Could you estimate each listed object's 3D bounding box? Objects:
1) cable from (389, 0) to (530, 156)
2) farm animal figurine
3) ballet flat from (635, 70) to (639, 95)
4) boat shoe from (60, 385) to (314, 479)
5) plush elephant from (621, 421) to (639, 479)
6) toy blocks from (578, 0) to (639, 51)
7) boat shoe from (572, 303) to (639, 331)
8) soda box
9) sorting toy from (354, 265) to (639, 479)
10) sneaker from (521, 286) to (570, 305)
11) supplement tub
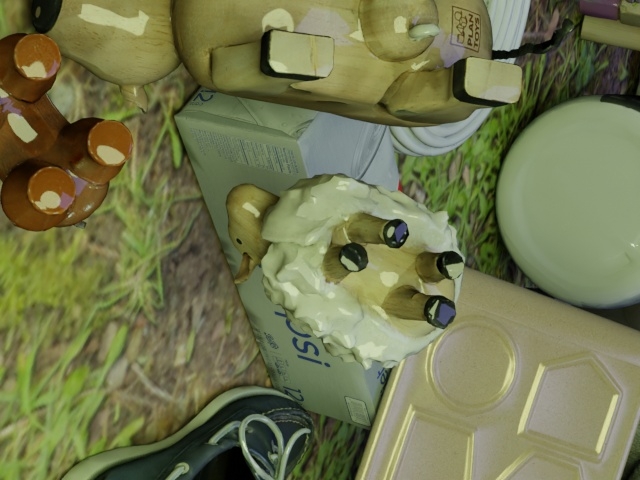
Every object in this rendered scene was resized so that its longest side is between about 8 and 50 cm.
[{"bbox_3d":[0.077,-0.189,0.907,0.257,0.089,0.257,-55,145,-34],"label":"cable"},{"bbox_3d":[-0.044,-0.137,0.615,0.327,0.172,0.330,23,80,-20],"label":"farm animal figurine"},{"bbox_3d":[0.458,-0.316,1.529,0.139,0.139,0.400,-24,127,-56],"label":"ballet flat"},{"bbox_3d":[-0.066,0.155,0.816,0.254,0.079,0.095,-5,107,-60],"label":"boat shoe"},{"bbox_3d":[0.155,0.243,1.052,0.330,0.272,0.255,80,31,-43],"label":"plush elephant"},{"bbox_3d":[0.402,-0.315,1.198,0.309,0.260,0.288,25,81,-75],"label":"toy blocks"},{"bbox_3d":[0.362,0.153,1.556,0.116,0.123,0.324,-21,123,-60],"label":"boat shoe"},{"bbox_3d":[0.000,0.000,0.853,0.098,0.091,0.286,-55,146,-34],"label":"soda box"},{"bbox_3d":[0.131,0.138,0.908,0.038,0.193,0.208,167,-58,-74],"label":"sorting toy"},{"bbox_3d":[0.203,0.153,1.268,0.106,0.078,0.234,9,71,-31],"label":"sneaker"},{"bbox_3d":[0.334,-0.048,1.315,0.338,0.207,0.207,-8,110,-60],"label":"supplement tub"}]
